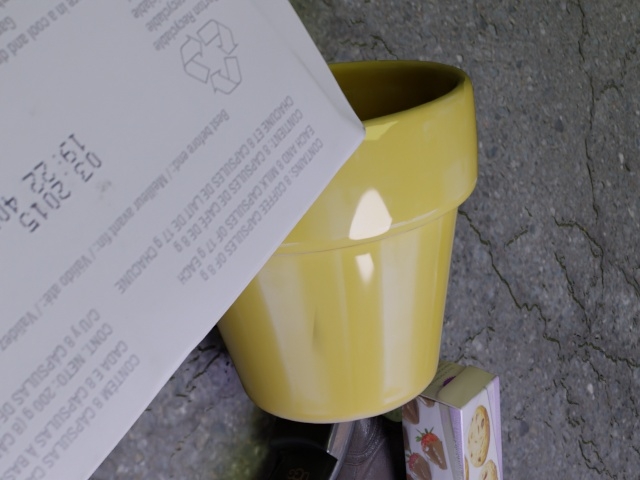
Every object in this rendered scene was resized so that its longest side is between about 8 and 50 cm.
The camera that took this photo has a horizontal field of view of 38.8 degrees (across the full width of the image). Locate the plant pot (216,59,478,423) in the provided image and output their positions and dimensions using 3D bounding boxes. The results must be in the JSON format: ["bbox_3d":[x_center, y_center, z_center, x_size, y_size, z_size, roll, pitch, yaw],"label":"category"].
[{"bbox_3d":[0.000,0.000,0.714,0.254,0.254,0.239,-25,117,-39],"label":"plant pot"}]

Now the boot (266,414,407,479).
[{"bbox_3d":[0.035,0.256,0.802,0.229,0.091,0.263,38,69,-40],"label":"boot"}]

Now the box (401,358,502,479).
[{"bbox_3d":[0.123,0.263,0.806,0.067,0.063,0.324,-26,118,-43],"label":"box"}]

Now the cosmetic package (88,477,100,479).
[{"bbox_3d":[-0.148,0.284,0.621,0.085,0.117,0.231,-28,104,-37],"label":"cosmetic package"}]

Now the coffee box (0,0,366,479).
[{"bbox_3d":[-0.253,-0.059,0.428,0.337,0.334,0.338,-51,118,-33],"label":"coffee box"}]
